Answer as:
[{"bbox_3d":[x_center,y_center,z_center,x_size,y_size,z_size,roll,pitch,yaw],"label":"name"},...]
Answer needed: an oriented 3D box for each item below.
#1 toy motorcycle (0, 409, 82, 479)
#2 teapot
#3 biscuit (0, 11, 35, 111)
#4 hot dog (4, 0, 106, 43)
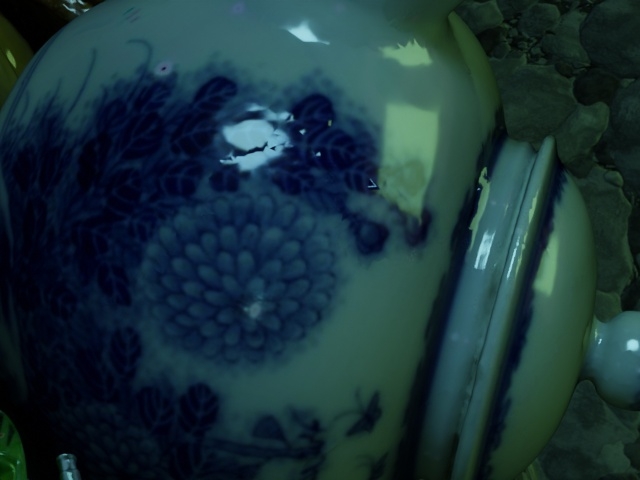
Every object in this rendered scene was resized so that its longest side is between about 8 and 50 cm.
[{"bbox_3d":[-0.103,0.136,0.446,0.106,0.074,0.190,55,15,-21],"label":"toy motorcycle"},{"bbox_3d":[0.011,0.017,0.583,0.252,0.280,0.424,-60,163,-57],"label":"teapot"},{"bbox_3d":[-0.168,-0.071,0.582,0.299,0.045,0.154,-18,86,-80],"label":"biscuit"},{"bbox_3d":[-0.117,-0.147,0.778,0.196,0.122,0.272,56,9,-37],"label":"hot dog"}]
